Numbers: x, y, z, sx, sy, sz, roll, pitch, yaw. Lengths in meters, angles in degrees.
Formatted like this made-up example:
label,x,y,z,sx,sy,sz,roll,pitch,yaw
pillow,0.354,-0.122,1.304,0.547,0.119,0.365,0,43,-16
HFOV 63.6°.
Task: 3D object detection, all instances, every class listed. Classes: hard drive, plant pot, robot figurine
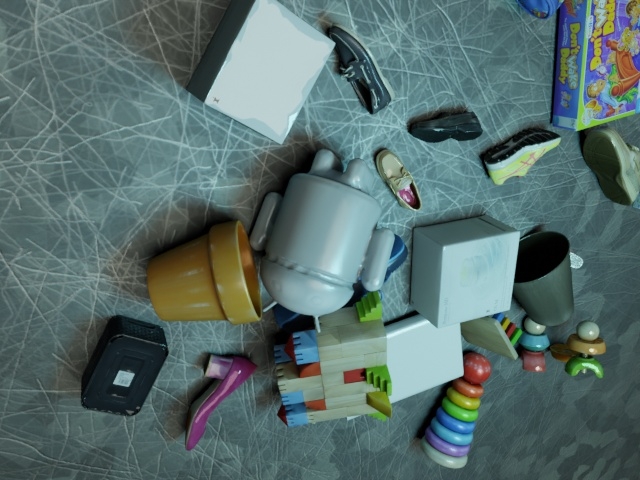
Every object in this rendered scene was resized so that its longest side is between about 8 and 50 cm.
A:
label,x,y,z,sx,sy,sz,roll,pitch,yaw
hard drive,0.210,0.323,1.379,0.353,0.047,0.233,-17,117,-11
plant pot,-0.231,0.078,1.025,0.188,0.205,0.205,-13,116,-1
robot figurine,0.000,0.000,1.052,0.353,0.300,0.200,-70,158,-2

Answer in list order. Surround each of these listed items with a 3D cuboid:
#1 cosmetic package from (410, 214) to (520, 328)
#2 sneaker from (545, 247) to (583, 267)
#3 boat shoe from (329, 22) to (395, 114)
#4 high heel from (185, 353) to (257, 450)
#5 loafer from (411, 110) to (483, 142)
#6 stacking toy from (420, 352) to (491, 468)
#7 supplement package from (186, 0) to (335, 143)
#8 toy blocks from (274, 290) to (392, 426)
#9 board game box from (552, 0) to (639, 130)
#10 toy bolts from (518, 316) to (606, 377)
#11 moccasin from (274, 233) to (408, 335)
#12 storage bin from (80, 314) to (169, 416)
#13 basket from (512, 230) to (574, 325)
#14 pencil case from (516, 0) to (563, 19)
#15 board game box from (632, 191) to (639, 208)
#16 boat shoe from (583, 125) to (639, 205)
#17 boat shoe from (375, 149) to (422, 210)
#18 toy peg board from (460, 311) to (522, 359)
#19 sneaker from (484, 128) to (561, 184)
label,x,y,z,sx,sy,sz,roll,pitch,yaw
cosmetic package,0.358,0.074,1.300,0.225,0.138,0.224,-10,114,-18
sneaker,0.681,0.027,1.478,0.134,0.070,0.051,36,104,-2
boat shoe,0.075,-0.341,1.041,0.065,0.075,0.206,-47,126,-3
high heel,-0.236,0.382,1.203,0.117,0.082,0.244,17,91,-18
loafer,0.285,-0.263,1.183,0.170,0.062,0.061,-3,73,-15
stacking toy,0.404,0.480,1.502,0.141,0.141,0.330,11,100,-27
supplement package,-0.113,-0.301,0.900,0.149,0.203,0.194,25,100,-29
toy blocks,0.013,0.291,1.172,0.261,0.190,0.381,-8,131,-3
board game box,0.687,-0.464,1.247,0.233,0.078,0.347,-18,118,-19
toy bolts,0.713,0.297,1.555,0.229,0.218,0.158,1,99,11
moccasin,0.054,0.105,1.201,0.342,0.137,0.117,-31,128,8
storage bin,-0.408,0.262,1.075,0.122,0.084,0.180,23,100,-30
basket,0.610,0.120,1.425,0.204,0.154,0.226,-36,124,-5
pencil case,0.532,-0.627,1.094,0.306,0.133,0.119,-51,150,4
board game box,1.007,-0.166,1.545,0.104,0.026,0.154,4,109,-25
boat shoe,0.803,-0.216,1.395,0.098,0.109,0.302,-51,127,-4
boat shoe,0.187,-0.135,1.183,0.063,0.059,0.170,-41,121,-3
toy peg board,0.453,0.224,1.401,0.079,0.161,0.160,-48,122,-19
sneaker,0.503,-0.207,1.287,0.209,0.081,0.094,-25,126,-5
